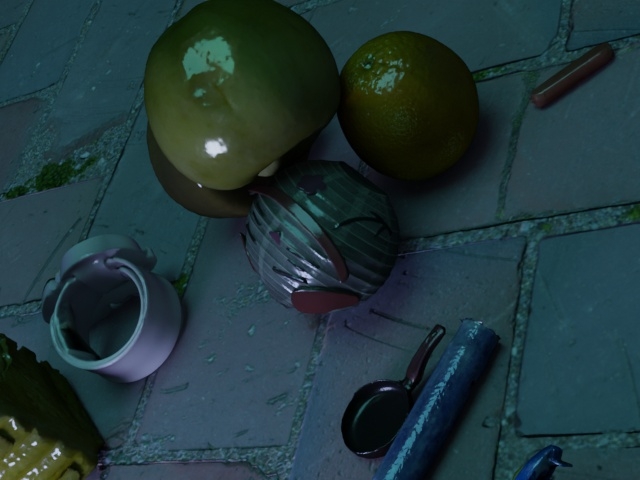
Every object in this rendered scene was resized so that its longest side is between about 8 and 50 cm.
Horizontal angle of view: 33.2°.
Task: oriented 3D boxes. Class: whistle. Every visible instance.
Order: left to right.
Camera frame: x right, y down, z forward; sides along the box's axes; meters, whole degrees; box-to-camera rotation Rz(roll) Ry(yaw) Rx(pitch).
[{"bbox_3d":[0.138,0.241,1.396,0.062,0.062,0.304,14,66,45],"label":"whistle"}]

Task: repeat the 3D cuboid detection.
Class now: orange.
[{"bbox_3d":[0.135,-0.206,1.659,0.236,0.236,0.236,-22,44,24],"label":"orange"}]

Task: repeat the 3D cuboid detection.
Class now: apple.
[{"bbox_3d":[-0.119,-0.220,1.584,0.292,0.254,0.292,-33,-1,-1],"label":"apple"}]

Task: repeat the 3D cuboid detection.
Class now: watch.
[{"bbox_3d":[-0.360,0.137,1.843,0.244,0.196,0.231,-33,62,13],"label":"watch"}]

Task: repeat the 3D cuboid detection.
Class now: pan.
[{"bbox_3d":[0.108,0.204,1.461,0.212,0.040,0.115,-53,37,2],"label":"pan"}]

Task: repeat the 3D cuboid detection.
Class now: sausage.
[{"bbox_3d":[0.384,-0.252,1.644,0.147,0.030,0.035,-36,40,9],"label":"sausage"}]

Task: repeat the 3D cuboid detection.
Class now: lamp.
[{"bbox_3d":[0.000,0.000,1.594,0.233,0.233,0.265,-47,47,-4],"label":"lamp"}]

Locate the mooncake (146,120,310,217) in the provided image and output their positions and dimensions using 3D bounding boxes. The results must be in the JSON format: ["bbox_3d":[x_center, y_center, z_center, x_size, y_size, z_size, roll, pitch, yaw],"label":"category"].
[{"bbox_3d":[-0.159,-0.179,1.833,0.156,0.284,0.284,-1,55,49],"label":"mooncake"}]

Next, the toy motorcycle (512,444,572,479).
[{"bbox_3d":[0.203,0.345,1.212,0.254,0.092,0.135,-52,49,19],"label":"toy motorcycle"}]

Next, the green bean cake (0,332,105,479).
[{"bbox_3d":[-0.540,0.293,1.741,0.202,0.285,0.310,-47,38,3],"label":"green bean cake"}]
